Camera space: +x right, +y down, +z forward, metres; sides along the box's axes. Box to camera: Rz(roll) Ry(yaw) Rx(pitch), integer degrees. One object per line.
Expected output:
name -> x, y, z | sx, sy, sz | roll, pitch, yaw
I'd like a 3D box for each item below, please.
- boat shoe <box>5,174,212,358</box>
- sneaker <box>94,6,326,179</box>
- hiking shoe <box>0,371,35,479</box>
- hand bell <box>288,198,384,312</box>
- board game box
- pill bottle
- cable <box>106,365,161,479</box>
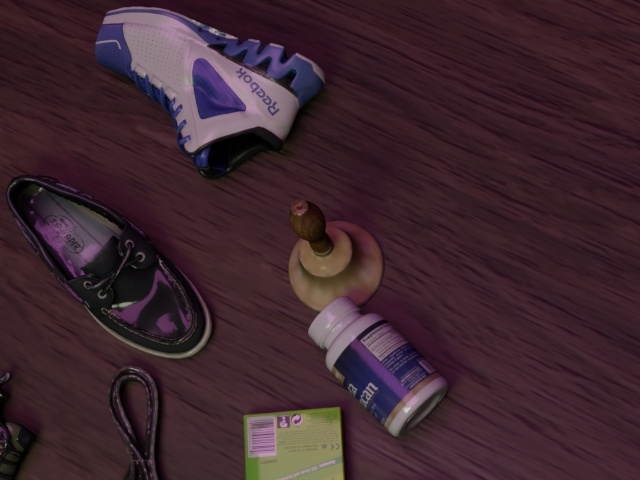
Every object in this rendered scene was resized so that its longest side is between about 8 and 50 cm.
boat shoe -> -0.283, 0.023, 1.577 | 0.127, 0.113, 0.340 | -43, 71, -5
sneaker -> -0.169, -0.186, 1.613 | 0.316, 0.127, 0.182 | 16, 75, 13
hiking shoe -> -0.416, 0.279, 1.539 | 0.114, 0.086, 0.226 | -22, 70, 7
hand bell -> 0.000, 0.000, 1.463 | 0.126, 0.242, 0.126 | -3, 73, 9
board game box -> -0.027, 0.336, 1.475 | 0.124, 0.039, 0.259 | -6, 70, 10
pill bottle -> 0.066, 0.149, 1.483 | 0.094, 0.094, 0.169 | -44, 70, -4
cable -> -0.223, 0.296, 1.505 | 0.140, 0.072, 0.287 | 4, 74, 6
